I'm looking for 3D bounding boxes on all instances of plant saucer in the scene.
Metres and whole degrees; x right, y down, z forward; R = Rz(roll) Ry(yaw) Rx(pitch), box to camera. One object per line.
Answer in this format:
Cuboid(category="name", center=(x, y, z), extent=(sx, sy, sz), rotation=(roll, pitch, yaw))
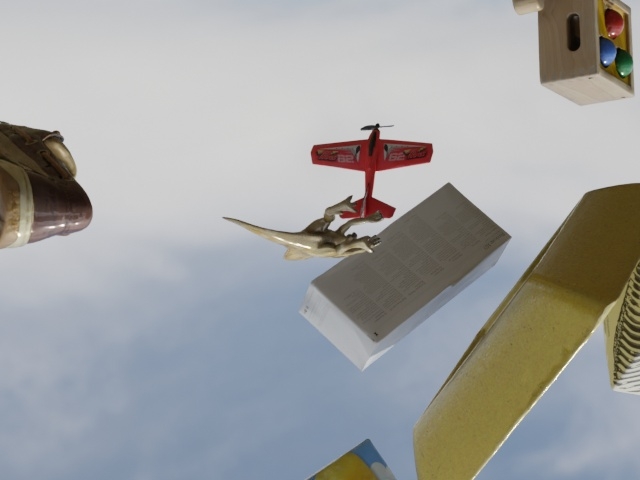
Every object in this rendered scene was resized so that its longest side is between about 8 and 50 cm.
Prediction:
Cuboid(category="plant saucer", center=(0.220, 0.094, 1.701), extent=(0.081, 0.332, 0.333), rotation=(36, -148, 5))

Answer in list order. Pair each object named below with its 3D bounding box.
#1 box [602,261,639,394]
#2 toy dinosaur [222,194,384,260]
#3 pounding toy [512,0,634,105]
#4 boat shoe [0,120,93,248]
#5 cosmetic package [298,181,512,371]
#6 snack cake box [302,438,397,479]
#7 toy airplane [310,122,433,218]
Cuboid(category="box", center=(0.390, 0.048, 1.691), extent=(0.094, 0.275, 0.113), rotation=(9, -130, -11))
Cuboid(category="toy dinosaur", center=(0.000, 0.000, 1.474), extent=(0.093, 0.053, 0.183), rotation=(-23, 161, 30))
Cuboid(category="pounding toy", center=(0.336, -0.292, 2.125), extent=(0.094, 0.181, 0.206), rotation=(-7, 167, 32))
Cuboid(category="boat shoe", center=(-0.332, -0.069, 1.804), extent=(0.123, 0.123, 0.342), rotation=(-3, -166, -22))
Cuboid(category="cosmetic package", center=(0.093, 0.037, 1.753), extent=(0.099, 0.060, 0.239), rotation=(42, -129, 17))
Cuboid(category="snack cake box", center=(-0.058, 0.283, 1.361), extent=(0.264, 0.089, 0.152), rotation=(-29, 173, -42))
Cuboid(category="toy airplane", center=(0.061, -0.079, 1.921), extent=(0.151, 0.028, 0.151), rotation=(-7, -127, 9))
